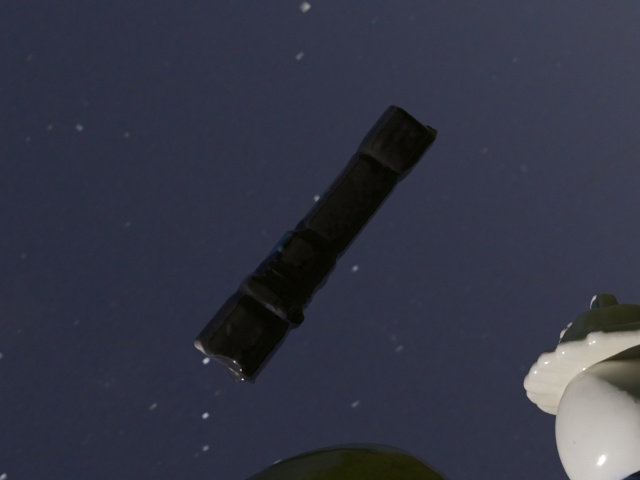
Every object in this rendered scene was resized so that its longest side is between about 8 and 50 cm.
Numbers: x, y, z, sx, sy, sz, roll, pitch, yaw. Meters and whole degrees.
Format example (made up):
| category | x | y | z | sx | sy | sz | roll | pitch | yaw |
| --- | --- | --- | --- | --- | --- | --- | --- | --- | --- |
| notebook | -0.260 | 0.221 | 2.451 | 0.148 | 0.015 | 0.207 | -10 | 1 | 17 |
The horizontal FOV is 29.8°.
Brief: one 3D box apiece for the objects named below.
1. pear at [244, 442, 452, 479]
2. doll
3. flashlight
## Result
| category | x | y | z | sx | sy | sz | roll | pitch | yaw |
| --- | --- | --- | --- | --- | --- | --- | --- | --- | --- |
| pear | -0.011 | 0.347 | 1.173 | 0.287 | 0.375 | 0.287 | -7 | -90 | -75 |
| doll | 0.187 | 0.159 | 0.698 | 0.138 | 0.119 | 0.293 | 74 | -168 | -55 |
| flashlight | 0.000 | 0.000 | 1.575 | 0.103 | 0.424 | 0.103 | 38 | 172 | 6 |
